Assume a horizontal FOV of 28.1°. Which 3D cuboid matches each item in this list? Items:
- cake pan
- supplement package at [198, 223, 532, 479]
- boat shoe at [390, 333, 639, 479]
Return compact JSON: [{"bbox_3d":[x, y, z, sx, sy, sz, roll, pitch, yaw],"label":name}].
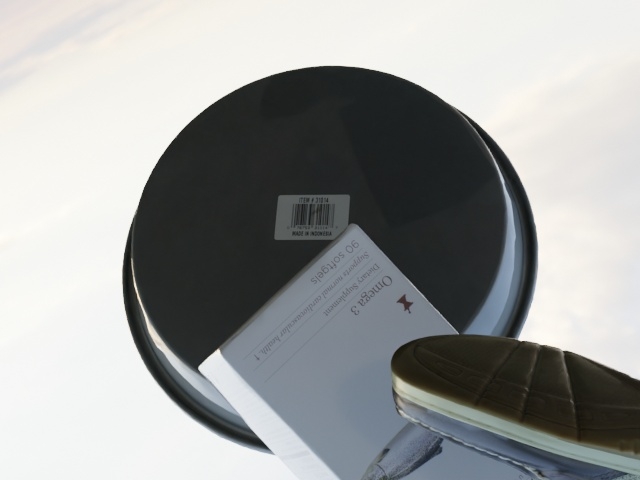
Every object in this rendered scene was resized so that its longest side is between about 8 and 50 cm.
[{"bbox_3d":[0.000,0.000,0.869,0.293,0.054,0.293,-4,-116,8],"label":"cake pan"},{"bbox_3d":[0.034,0.097,0.708,0.105,0.179,0.105,-44,180,-17],"label":"supplement package"},{"bbox_3d":[0.136,0.104,0.587,0.224,0.073,0.080,13,-155,11],"label":"boat shoe"}]
